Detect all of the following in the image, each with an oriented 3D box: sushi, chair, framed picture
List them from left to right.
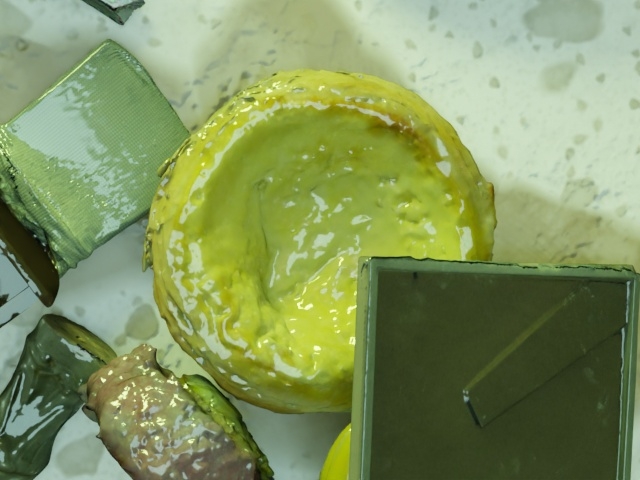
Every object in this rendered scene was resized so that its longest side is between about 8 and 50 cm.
[{"bbox_3d":[-0.258,-0.022,1.476,0.319,0.186,0.160,-36,94,1],"label":"chair"},{"bbox_3d":[-0.102,0.193,1.499,0.107,0.161,0.241,-39,116,-3],"label":"sushi"},{"bbox_3d":[0.157,0.130,1.519,0.315,0.024,0.232,3,90,-34],"label":"framed picture"}]

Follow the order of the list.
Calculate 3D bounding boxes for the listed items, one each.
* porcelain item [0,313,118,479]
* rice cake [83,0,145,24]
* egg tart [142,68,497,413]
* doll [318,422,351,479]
[{"bbox_3d":[-0.271,0.171,1.556,0.081,0.069,0.216,34,96,-14],"label":"porcelain item"},{"bbox_3d":[-0.249,-0.249,1.524,0.207,0.033,0.033,29,83,-10],"label":"rice cake"},{"bbox_3d":[0.000,0.000,1.538,0.314,0.120,0.315,-1,97,-8],"label":"egg tart"},{"bbox_3d":[0.098,0.233,1.570,0.237,0.111,0.252,-6,107,-28],"label":"doll"}]
